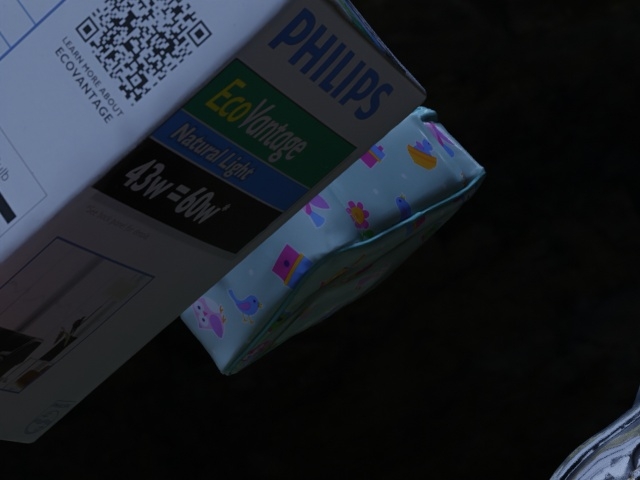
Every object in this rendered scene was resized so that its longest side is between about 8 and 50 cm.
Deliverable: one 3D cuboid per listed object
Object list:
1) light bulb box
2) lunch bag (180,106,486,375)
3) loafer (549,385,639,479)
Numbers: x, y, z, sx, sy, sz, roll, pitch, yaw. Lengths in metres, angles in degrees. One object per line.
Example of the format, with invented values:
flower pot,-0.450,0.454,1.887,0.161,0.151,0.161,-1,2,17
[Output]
light bulb box,-0.194,-0.125,0.984,0.361,0.358,0.225,-40,-21,9
lunch bag,0.000,0.000,1.399,0.279,0.108,0.224,-27,-13,-46
loafer,0.118,0.084,0.511,0.170,0.062,0.061,-55,21,-19
